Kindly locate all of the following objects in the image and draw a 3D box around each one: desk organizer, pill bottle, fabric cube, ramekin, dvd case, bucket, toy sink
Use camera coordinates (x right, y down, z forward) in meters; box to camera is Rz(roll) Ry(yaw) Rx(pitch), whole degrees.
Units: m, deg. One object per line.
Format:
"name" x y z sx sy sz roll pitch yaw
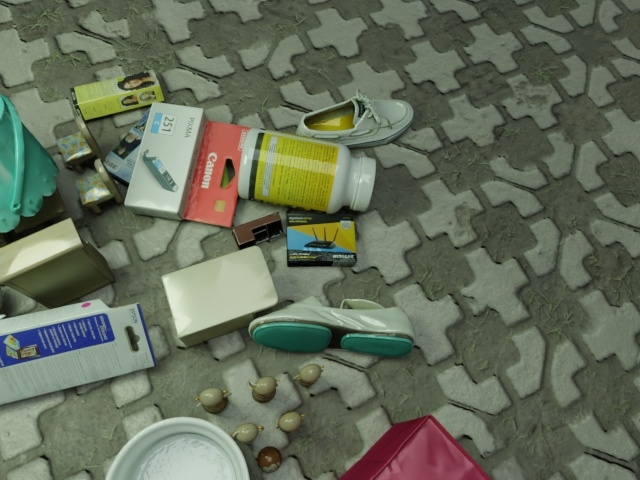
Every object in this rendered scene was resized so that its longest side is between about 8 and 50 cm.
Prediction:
"desk organizer" -0.160 -0.024 1.330 0.130 0.047 0.050 -21 73 -15
"pill bottle" -0.034 -0.172 1.333 0.333 0.188 0.188 10 66 -3
"fabric cube" 0.184 0.536 1.022 0.259 0.258 0.254 -38 77 -20
"ramekin" -0.279 0.504 1.036 0.277 0.135 0.277 3 68 -6
"dvd case" -0.450 -0.242 1.397 0.180 0.022 0.253 30 66 4
"bucket" -0.694 -0.158 1.022 0.281 0.183 0.281 -4 52 4
"toy sink" -0.228 0.132 1.208 0.234 0.131 0.153 -19 71 -10

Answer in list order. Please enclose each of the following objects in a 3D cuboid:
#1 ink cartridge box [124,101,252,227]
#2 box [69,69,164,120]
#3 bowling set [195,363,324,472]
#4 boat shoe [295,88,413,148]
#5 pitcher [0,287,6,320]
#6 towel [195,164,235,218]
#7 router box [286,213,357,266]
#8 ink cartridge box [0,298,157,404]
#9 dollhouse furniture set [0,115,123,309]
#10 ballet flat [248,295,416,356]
"ink cartridge box" -0.334 -0.198 1.329 0.261 0.066 0.297 9 74 0
"box" -0.560 -0.402 1.421 0.232 0.058 0.087 -20 54 -15
"bowling set" -0.105 0.385 1.103 0.286 0.154 0.200 -15 69 -13
"boat shoe" 0.107 -0.353 1.447 0.366 0.156 0.136 -13 70 -13
"pitcher" -0.743 0.181 1.107 0.177 0.125 0.207 19 95 -16
"towel" -0.297 -0.170 1.374 0.102 0.021 0.237 -10 74 -14
"router box" 0.000 0.000 1.341 0.178 0.046 0.133 0 67 -8
"ink cartridge box" -0.555 0.232 1.098 0.370 0.176 0.069 -11 28 -11
"dollhouse furniture set" -0.649 -0.074 1.159 0.362 0.256 0.394 -27 75 -14
"ballet flat" 0.030 0.197 1.231 0.399 0.139 0.139 6 66 -10
